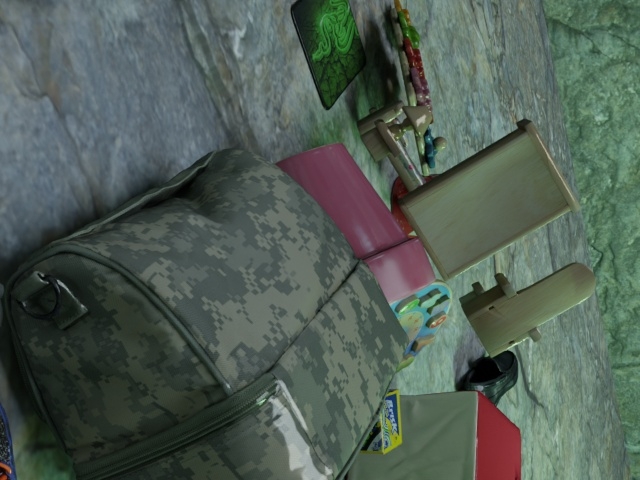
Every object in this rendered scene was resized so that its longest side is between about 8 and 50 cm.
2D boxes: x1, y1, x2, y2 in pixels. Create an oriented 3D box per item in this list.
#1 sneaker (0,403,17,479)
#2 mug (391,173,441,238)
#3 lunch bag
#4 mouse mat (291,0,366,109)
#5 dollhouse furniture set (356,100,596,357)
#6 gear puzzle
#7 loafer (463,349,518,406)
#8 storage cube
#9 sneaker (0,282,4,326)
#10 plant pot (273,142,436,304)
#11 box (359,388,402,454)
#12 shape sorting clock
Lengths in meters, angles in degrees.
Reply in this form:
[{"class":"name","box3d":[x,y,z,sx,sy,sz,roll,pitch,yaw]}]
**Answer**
[{"class":"sneaker","box3d":[-0.215,0.207,0.579,0.083,0.087,0.221,-10,94,-64]},{"class":"mug","box3d":[0.204,-0.054,1.363,0.150,0.169,0.113,-26,108,-62]},{"class":"lunch bag","box3d":[-0.089,0.070,0.724,0.256,0.213,0.305,61,28,-7]},{"class":"mouse mat","box3d":[0.016,-0.287,1.227,0.189,0.007,0.152,-59,135,-51]},{"class":"dollhouse furniture set","box3d":[0.198,-0.063,1.130,0.303,0.174,0.355,58,8,-10]},{"class":"gear puzzle","box3d":[0.150,-0.261,1.354,0.339,0.044,0.175,-94,169,-46]},{"class":"loafer","box3d":[0.321,0.251,1.628,0.223,0.076,0.078,-34,122,-56]},{"class":"storage cube","box3d":[0.157,0.322,1.175,0.193,0.184,0.215,44,47,-51]},{"class":"sneaker","box3d":[-0.291,0.009,0.462,0.276,0.098,0.135,50,42,-44]},{"class":"plant pot","box3d":[0.000,0.000,0.952,0.201,0.201,0.180,-19,85,-62]},{"class":"box","box3d":[-0.003,0.187,0.906,0.054,0.169,0.059,3,83,-64]},{"class":"shape sorting clock","box3d":[0.090,0.130,1.105,0.040,0.206,0.206,51,11,31]}]
